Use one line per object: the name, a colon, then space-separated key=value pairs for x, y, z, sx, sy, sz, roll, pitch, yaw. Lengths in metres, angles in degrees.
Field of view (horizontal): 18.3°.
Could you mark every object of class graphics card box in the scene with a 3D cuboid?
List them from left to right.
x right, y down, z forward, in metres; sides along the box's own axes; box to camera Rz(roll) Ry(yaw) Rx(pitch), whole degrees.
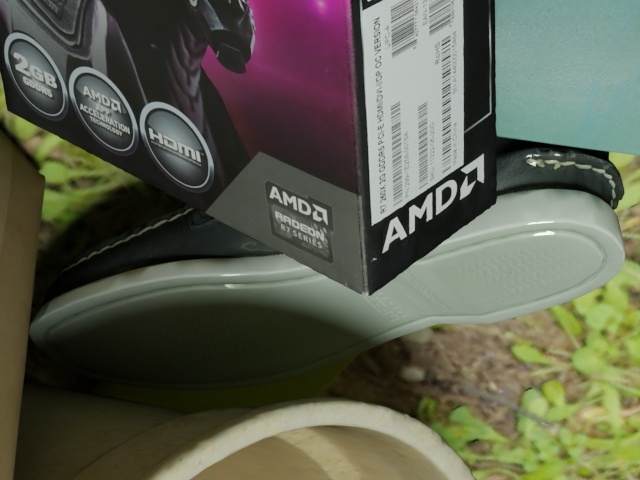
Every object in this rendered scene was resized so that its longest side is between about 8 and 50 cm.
graphics card box: x=-0.046 y=-0.182 z=0.767 sx=0.233 sy=0.094 sz=0.371 roll=27 pitch=138 yaw=34

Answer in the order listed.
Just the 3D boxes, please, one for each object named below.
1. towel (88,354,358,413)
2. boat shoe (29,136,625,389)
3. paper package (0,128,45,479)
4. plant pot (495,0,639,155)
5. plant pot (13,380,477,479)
towel: x=-0.032 y=0.045 z=1.061 sx=0.102 sy=0.021 sz=0.237 roll=32 pitch=121 yaw=-17
boat shoe: x=0.000 y=0.000 z=0.962 sx=0.303 sy=0.091 sz=0.114 roll=-10 pitch=147 yaw=17
paper package: x=-0.293 y=0.066 z=0.873 sx=0.309 sy=0.325 sz=0.168 roll=-28 pitch=124 yaw=17
plant pot: x=0.134 y=-0.159 z=0.833 sx=0.165 sy=0.165 sz=0.234 roll=7 pitch=134 yaw=-8
plant pot: x=-0.130 y=0.201 z=0.962 sx=0.305 sy=0.334 sz=0.334 roll=15 pitch=141 yaw=42
